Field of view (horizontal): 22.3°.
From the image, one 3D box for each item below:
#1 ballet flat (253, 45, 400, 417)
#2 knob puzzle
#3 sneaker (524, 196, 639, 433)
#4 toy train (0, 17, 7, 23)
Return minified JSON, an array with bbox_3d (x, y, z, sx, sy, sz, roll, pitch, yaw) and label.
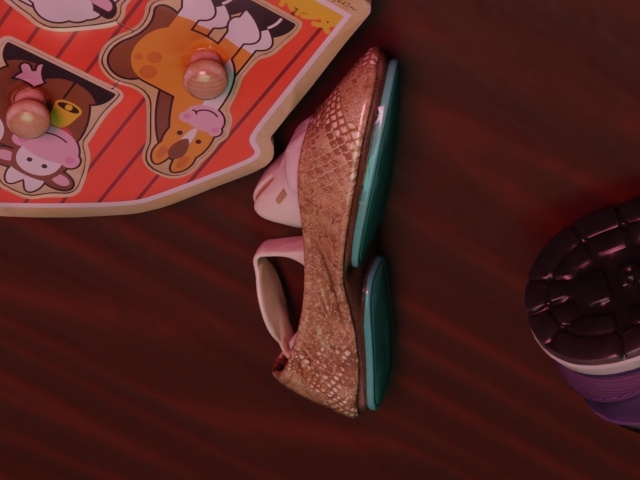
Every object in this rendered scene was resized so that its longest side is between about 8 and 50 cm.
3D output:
[{"bbox_3d":[0.000,0.000,0.767,0.067,0.073,0.206,11,125,13],"label":"ballet flat"},{"bbox_3d":[-0.102,-0.069,0.699,0.213,0.030,0.213,-2,135,-2],"label":"knob puzzle"},{"bbox_3d":[0.247,0.015,0.762,0.283,0.107,0.124,-17,140,19],"label":"sneaker"},{"bbox_3d":[-0.139,-0.144,0.678,0.027,0.036,0.158,0,128,3],"label":"toy train"}]
